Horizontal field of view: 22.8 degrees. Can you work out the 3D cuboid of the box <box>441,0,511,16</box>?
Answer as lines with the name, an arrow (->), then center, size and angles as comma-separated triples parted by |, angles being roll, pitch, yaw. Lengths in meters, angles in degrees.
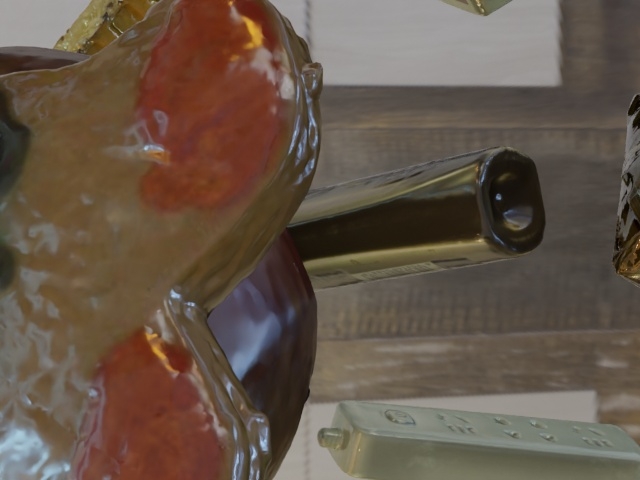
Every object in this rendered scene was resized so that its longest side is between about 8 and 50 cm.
box -> 0.179, -0.411, 1.965 | 0.220, 0.290, 0.166 | -33, 124, -14

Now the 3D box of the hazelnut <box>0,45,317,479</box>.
hazelnut -> -0.209, 0.076, 1.041 | 0.421, 0.353, 0.420 | -2, 99, -10

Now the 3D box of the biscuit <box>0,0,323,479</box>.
biscuit -> -0.204, 0.044, 0.778 | 0.394, 0.076, 0.368 | 1, 71, 24

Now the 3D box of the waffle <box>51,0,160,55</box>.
waffle -> -0.190, -0.188, 1.780 | 0.248, 0.055, 0.221 | -52, 135, -3

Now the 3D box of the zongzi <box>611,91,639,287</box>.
zongzi -> 0.330, -0.098, 1.228 | 0.111, 0.248, 0.241 | 32, 43, -25

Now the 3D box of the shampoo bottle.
shampoo bottle -> 0.000, 0.000, 1.256 | 0.125, 0.350, 0.084 | -8, 87, -56

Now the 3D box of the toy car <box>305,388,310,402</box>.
toy car -> -0.085, 0.173, 1.596 | 0.112, 0.139, 0.112 | 34, 102, 30

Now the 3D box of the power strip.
power strip -> 0.177, 0.229, 1.746 | 0.385, 0.091, 0.062 | 8, 108, -21
